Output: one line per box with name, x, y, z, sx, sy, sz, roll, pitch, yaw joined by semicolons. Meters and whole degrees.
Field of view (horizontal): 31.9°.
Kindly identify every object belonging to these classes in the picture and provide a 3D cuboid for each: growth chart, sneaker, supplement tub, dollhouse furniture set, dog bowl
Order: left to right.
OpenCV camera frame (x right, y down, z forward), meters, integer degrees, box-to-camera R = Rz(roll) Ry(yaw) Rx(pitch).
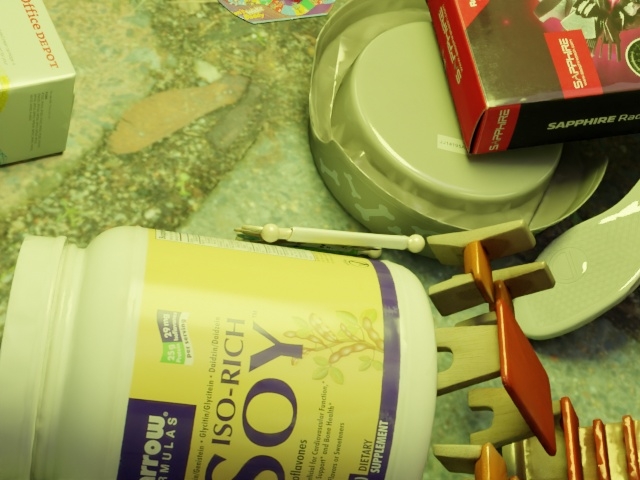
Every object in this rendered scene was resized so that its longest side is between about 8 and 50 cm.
supplement tub;-0.091;0.117;0.934;0.331;0.241;0.241;8;56;-11
growth chart;0.000;0.000;1.070;0.171;0.237;0.021;3;87;-10
dog bowl;0.144;-0.129;1.261;0.348;0.102;0.349;8;56;-12
dollhouse furniture set;0.195;0.147;0.985;0.135;0.259;0.262;-12;54;20
sneaker;0.342;0.025;1.224;0.295;0.147;0.104;-42;52;-3

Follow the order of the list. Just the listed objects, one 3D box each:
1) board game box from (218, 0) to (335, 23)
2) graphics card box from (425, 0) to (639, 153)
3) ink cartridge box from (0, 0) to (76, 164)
board game box;-0.056;-0.330;1.371;0.168;0.033;0.133;-12;62;-24
graphics card box;0.318;-0.228;1.215;0.370;0.094;0.233;-6;60;-7
ink cartridge box;-0.346;-0.154;1.102;0.176;0.127;0.128;-15;63;-25
